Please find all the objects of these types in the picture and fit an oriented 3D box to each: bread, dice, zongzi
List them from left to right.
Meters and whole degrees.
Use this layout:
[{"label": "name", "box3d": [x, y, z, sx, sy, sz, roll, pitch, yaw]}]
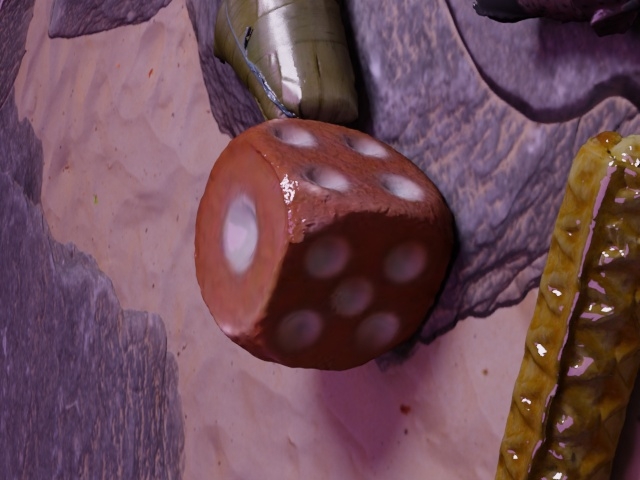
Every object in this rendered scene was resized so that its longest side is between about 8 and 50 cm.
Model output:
[{"label": "zongzi", "box3d": [-0.057, -0.174, 1.394, 0.256, 0.115, 0.228, -44, 52, 54]}, {"label": "dice", "box3d": [0.000, 0.000, 1.199, 0.174, 0.179, 0.175, 52, 132, 48]}, {"label": "bread", "box3d": [0.185, 0.101, 0.963, 0.077, 0.084, 0.367, -28, -49, -73]}]

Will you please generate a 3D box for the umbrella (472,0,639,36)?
[{"label": "umbrella", "box3d": [0.224, -0.196, 0.951, 0.326, 0.090, 0.094, -2, 85, 59]}]
